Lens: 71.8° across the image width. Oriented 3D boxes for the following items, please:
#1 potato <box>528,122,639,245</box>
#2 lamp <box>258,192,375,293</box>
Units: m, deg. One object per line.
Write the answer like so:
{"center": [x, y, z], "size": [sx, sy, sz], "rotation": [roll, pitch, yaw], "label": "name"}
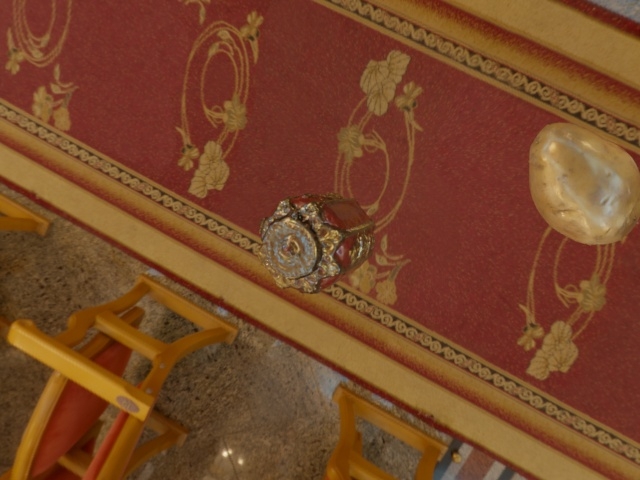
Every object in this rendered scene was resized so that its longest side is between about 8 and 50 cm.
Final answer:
{"center": [0.430, -0.089, 0.736], "size": [0.234, 0.128, 0.161], "rotation": [23, 101, -16], "label": "potato"}
{"center": [0.000, 0.000, 0.803], "size": [0.177, 0.274, 0.177], "rotation": [2, 97, 20], "label": "lamp"}
